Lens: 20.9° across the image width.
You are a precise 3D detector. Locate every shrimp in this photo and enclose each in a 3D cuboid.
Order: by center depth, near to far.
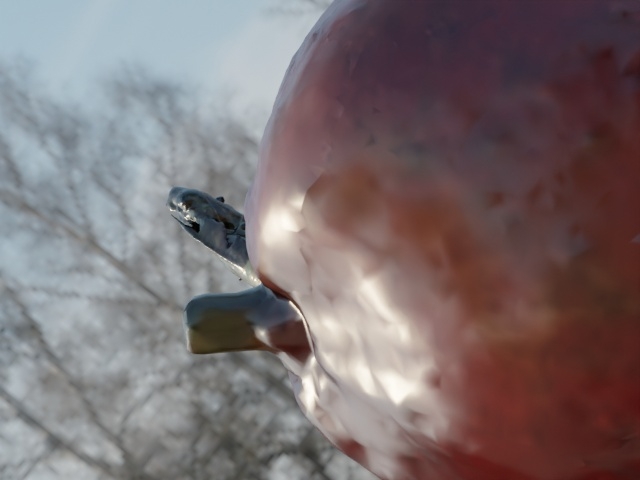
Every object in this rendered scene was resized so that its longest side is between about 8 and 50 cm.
[{"bbox_3d":[0.000,-0.003,1.103,0.147,0.195,0.035,-20,-56,-36],"label":"shrimp"}]

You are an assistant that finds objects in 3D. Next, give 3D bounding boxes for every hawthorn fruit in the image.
[{"bbox_3d":[0.095,-0.013,0.649,0.307,0.265,0.265,-15,-20,-8],"label":"hawthorn fruit"}]
